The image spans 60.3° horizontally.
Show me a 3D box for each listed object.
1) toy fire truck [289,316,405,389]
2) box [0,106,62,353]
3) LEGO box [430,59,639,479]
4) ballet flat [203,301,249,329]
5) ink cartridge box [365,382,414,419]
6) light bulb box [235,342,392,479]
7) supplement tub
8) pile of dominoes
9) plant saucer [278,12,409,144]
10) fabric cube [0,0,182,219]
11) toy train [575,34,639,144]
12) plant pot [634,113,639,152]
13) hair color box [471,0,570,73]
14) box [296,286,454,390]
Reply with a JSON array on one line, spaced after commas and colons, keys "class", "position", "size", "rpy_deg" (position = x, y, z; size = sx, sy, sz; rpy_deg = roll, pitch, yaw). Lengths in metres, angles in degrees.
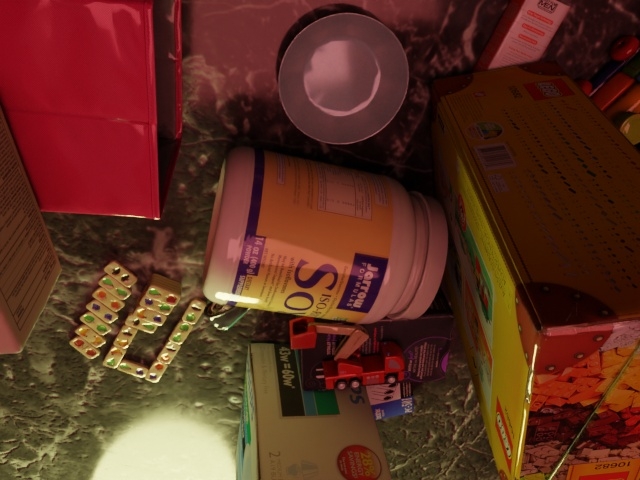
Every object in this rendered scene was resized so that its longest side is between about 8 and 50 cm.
[{"class": "toy fire truck", "position": [0.048, 0.184, 0.923], "size": [0.192, 0.047, 0.135], "rpy_deg": [-6, 120, -4]}, {"class": "box", "position": [-0.373, -0.015, 0.547], "size": [0.126, 0.149, 0.232], "rpy_deg": [-4, 124, -3]}, {"class": "LEGO box", "position": [0.291, 0.043, 0.737], "size": [0.193, 0.500, 0.372], "rpy_deg": [-8, 130, 5]}, {"class": "ballet flat", "position": [-0.134, 0.090, 0.996], "size": [0.203, 0.074, 0.074], "rpy_deg": [-37, 120, 18]}, {"class": "ink cartridge box", "position": [0.144, 0.312, 1.157], "size": [0.097, 0.046, 0.207], "rpy_deg": [-12, 141, 0]}, {"class": "light bulb box", "position": [-0.039, 0.448, 1.067], "size": [0.225, 0.358, 0.361], "rpy_deg": [3, 121, -12]}, {"class": "supplement tub", "position": [0.000, 0.000, 0.852], "size": [0.331, 0.241, 0.241], "rpy_deg": [10, 121, -14]}, {"class": "pile of dominoes", "position": [-0.348, 0.167, 1.032], "size": [0.196, 0.040, 0.251], "rpy_deg": [25, 116, -22]}, {"class": "plant saucer", "position": [0.033, -0.240, 0.823], "size": [0.195, 0.037, 0.195], "rpy_deg": [-3, 123, -5]}, {"class": "fabric cube", "position": [-0.312, -0.200, 0.674], "size": [0.258, 0.254, 0.259], "rpy_deg": [4, 123, -8]}, {"class": "toy train", "position": [0.444, -0.186, 0.851], "size": [0.105, 0.143, 0.248], "rpy_deg": [34, 112, -25]}, {"class": "plant pot", "position": [0.630, -0.100, 0.920], "size": [0.187, 0.167, 0.188], "rpy_deg": [0, 122, -8]}, {"class": "hair color box", "position": [0.295, -0.295, 0.820], "size": [0.072, 0.043, 0.141], "rpy_deg": [16, 120, -17]}, {"class": "box", "position": [0.092, 0.164, 1.029], "size": [0.270, 0.143, 0.165], "rpy_deg": [-3, 122, -5]}]
